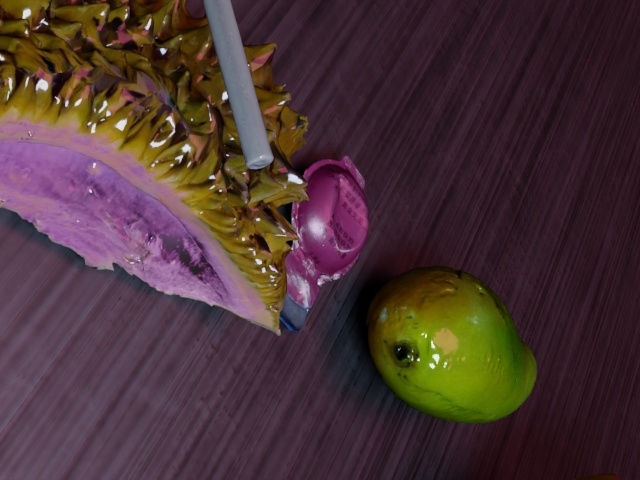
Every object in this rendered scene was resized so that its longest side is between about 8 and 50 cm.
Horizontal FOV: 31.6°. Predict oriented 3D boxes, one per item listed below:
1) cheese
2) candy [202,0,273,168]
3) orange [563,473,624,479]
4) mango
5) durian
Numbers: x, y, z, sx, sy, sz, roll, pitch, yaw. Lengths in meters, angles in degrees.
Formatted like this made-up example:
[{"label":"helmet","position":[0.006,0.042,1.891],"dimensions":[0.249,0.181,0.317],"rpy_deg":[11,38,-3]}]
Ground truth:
[{"label":"cheese","position":[0.000,0.000,0.852],"dimensions":[0.095,0.038,0.145],"rpy_deg":[51,53,-37]},{"label":"candy","position":[-0.077,-0.211,0.633],"dimensions":[0.124,0.124,0.365],"rpy_deg":[4,68,-56]},{"label":"orange","position":[0.241,0.371,0.919],"dimensions":[0.293,0.340,0.340],"rpy_deg":[-39,129,0]},{"label":"mango","position":[0.113,0.088,0.944],"dimensions":[0.233,0.111,0.125],"rpy_deg":[17,76,-55]},{"label":"durian","position":[-0.097,-0.079,0.654],"dimensions":[0.341,0.112,0.191],"rpy_deg":[33,62,-47]}]
